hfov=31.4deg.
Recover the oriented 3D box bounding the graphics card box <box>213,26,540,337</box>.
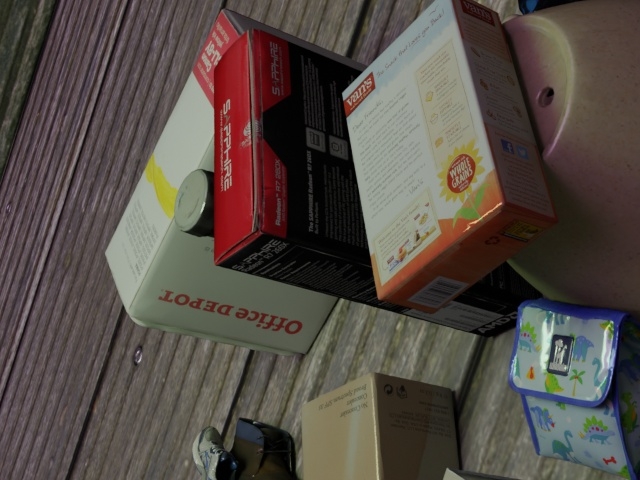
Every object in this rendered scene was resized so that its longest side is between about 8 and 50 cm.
[{"bbox_3d":[0.062,-0.050,1.188,0.094,0.371,0.232,-34,50,45],"label":"graphics card box"}]

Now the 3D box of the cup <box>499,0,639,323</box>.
[{"bbox_3d":[0.250,-0.086,1.040,0.331,0.237,0.331,-31,52,49],"label":"cup"}]

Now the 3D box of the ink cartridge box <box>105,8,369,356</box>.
[{"bbox_3d":[-0.075,-0.063,1.490,0.384,0.279,0.160,-61,33,20],"label":"ink cartridge box"}]

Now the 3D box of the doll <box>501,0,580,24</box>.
[{"bbox_3d":[0.266,-0.288,1.282,0.189,0.046,0.129,-49,48,44],"label":"doll"}]

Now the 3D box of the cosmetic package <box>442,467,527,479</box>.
[{"bbox_3d":[0.160,0.377,1.055,0.129,0.153,0.296,21,93,57],"label":"cosmetic package"}]

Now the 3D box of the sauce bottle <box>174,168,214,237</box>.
[{"bbox_3d":[0.000,0.000,1.287,0.111,0.344,0.111,-25,58,49],"label":"sauce bottle"}]

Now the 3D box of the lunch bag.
[{"bbox_3d":[0.245,0.128,1.035,0.129,0.096,0.151,5,114,56],"label":"lunch bag"}]

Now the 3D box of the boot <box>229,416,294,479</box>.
[{"bbox_3d":[-0.073,0.296,1.517,0.219,0.082,0.106,-5,75,58],"label":"boot"}]

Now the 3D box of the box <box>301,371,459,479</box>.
[{"bbox_3d":[0.070,0.318,1.246,0.148,0.121,0.311,-34,50,44],"label":"box"}]

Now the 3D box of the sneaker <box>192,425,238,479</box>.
[{"bbox_3d":[-0.134,0.298,1.522,0.058,0.052,0.135,-47,34,26],"label":"sneaker"}]

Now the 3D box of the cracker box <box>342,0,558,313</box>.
[{"bbox_3d":[0.103,-0.076,0.975,0.156,0.067,0.232,-41,45,40],"label":"cracker box"}]
